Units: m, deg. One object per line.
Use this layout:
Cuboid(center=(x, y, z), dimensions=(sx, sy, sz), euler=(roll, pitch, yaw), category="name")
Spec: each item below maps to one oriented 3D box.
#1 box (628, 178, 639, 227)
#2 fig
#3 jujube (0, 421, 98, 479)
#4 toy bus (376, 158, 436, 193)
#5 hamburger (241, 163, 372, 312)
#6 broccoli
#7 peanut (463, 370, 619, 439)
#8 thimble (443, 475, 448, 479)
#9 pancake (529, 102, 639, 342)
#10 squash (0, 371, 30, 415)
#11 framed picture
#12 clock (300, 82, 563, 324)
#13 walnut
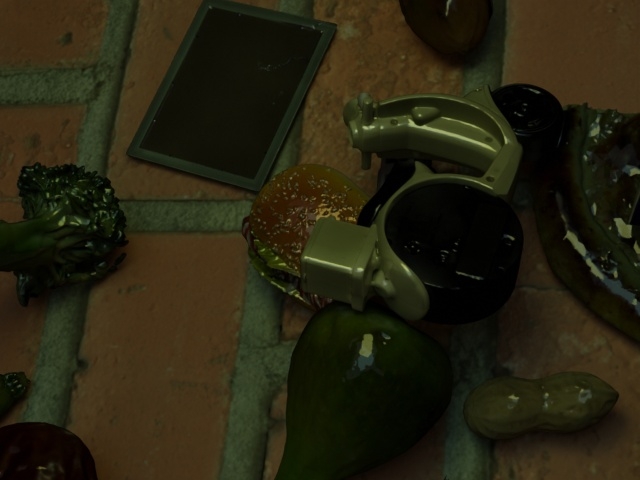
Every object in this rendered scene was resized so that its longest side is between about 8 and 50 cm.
Cuboid(center=(0.519, -0.136, 1.453), dimensions=(0.200, 0.106, 0.299), euler=(18, 64, 12), category="box")
Cuboid(center=(0.033, 0.213, 1.425), dimensions=(0.206, 0.206, 0.275), euler=(30, 90, 24), category="fig")
Cuboid(center=(-0.368, 0.385, 1.430), dimensions=(0.223, 0.223, 0.318), euler=(-4, 57, 13), category="jujube")
Cuboid(center=(0.115, -0.077, 1.592), dimensions=(0.075, 0.060, 0.123), euler=(-2, 68, 17), category="toy bus")
Cuboid(center=(0.000, 0.000, 1.543), dimensions=(0.210, 0.116, 0.173), euler=(42, 97, 26), category="hamburger")
Cuboid(center=(-0.403, 0.007, 1.595), dimensions=(0.275, 0.198, 0.177), euler=(-33, 79, -38), category="broccoli")
Cuboid(center=(0.263, 0.197, 1.414), dimensions=(0.187, 0.082, 0.082), euler=(-6, 65, 12), category="peanut")
Cuboid(center=(0.169, 0.397, 1.248), dimensions=(0.150, 0.271, 0.271), euler=(-41, 63, -4), category="thimble")
Cuboid(center=(0.432, -0.019, 1.481), dimensions=(0.305, 0.067, 0.427), euler=(-15, 61, 5), category="pancake")
Cuboid(center=(-0.507, 0.258, 1.592), dimensions=(0.258, 0.069, 0.069), euler=(-42, 63, -6), category="squash")
Cuboid(center=(-0.130, -0.221, 1.744), dimensions=(0.231, 0.018, 0.293), euler=(17, 71, 21), category="framed picture")
Cuboid(center=(0.137, -0.069, 1.439), dimensions=(0.276, 0.120, 0.379), euler=(12, 49, 10), category="clock")
Cuboid(center=(0.168, -0.362, 1.667), dimensions=(0.137, 0.137, 0.245), euler=(-23, 62, 3), category="walnut")
